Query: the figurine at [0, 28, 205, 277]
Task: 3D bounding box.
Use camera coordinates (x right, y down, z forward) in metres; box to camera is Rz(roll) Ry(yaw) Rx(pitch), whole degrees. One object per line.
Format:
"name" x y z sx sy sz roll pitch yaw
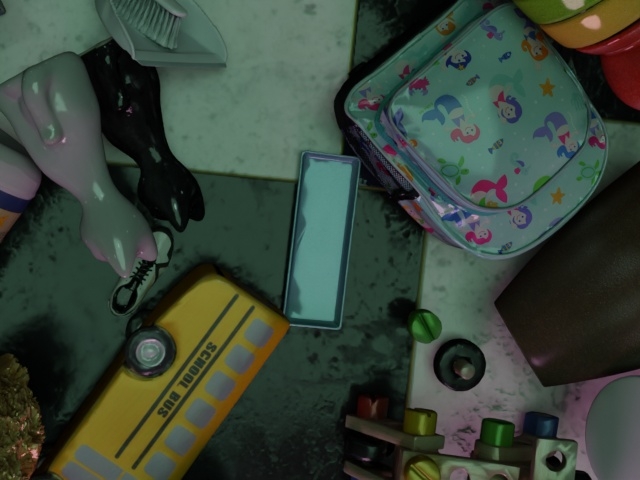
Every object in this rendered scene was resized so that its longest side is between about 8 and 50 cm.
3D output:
"figurine" -0.197 -0.081 0.931 0.092 0.215 0.209 -22 103 21

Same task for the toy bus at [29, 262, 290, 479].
"toy bus" -0.182 0.179 1.001 0.130 0.108 0.333 36 89 -12

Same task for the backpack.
"backpack" 0.168 -0.111 0.997 0.225 0.191 0.253 -40 104 -4

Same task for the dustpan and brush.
"dustpan and brush" -0.189 -0.261 0.973 0.211 0.147 0.060 44 117 19

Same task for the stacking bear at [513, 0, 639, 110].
"stacking bear" 0.261 -0.242 0.875 0.164 0.175 0.289 -47 108 -13

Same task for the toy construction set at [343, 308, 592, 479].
"toy construction set" 0.140 0.274 0.991 0.257 0.237 0.309 33 90 -10

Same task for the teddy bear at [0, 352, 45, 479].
"teddy bear" -0.401 0.234 0.918 0.338 0.245 0.113 -32 120 -2

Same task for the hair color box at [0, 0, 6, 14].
"hair color box" -0.431 -0.374 0.876 0.113 0.185 0.374 -25 98 -6

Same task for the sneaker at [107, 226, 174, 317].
"sneaker" -0.188 0.036 1.020 0.040 0.044 0.109 29 88 -8

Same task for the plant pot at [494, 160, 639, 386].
"plant pot" 0.313 0.056 1.031 0.230 0.215 0.215 -32 99 8

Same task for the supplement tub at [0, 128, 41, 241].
"supplement tub" -0.434 0.000 0.886 0.228 0.228 0.316 35 89 -10

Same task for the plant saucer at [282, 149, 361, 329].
"plant saucer" 0.000 0.000 1.059 0.067 0.018 0.192 6 95 -9

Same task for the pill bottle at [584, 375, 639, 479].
"pill bottle" 0.430 0.213 1.021 0.301 0.169 0.169 9 94 -31
